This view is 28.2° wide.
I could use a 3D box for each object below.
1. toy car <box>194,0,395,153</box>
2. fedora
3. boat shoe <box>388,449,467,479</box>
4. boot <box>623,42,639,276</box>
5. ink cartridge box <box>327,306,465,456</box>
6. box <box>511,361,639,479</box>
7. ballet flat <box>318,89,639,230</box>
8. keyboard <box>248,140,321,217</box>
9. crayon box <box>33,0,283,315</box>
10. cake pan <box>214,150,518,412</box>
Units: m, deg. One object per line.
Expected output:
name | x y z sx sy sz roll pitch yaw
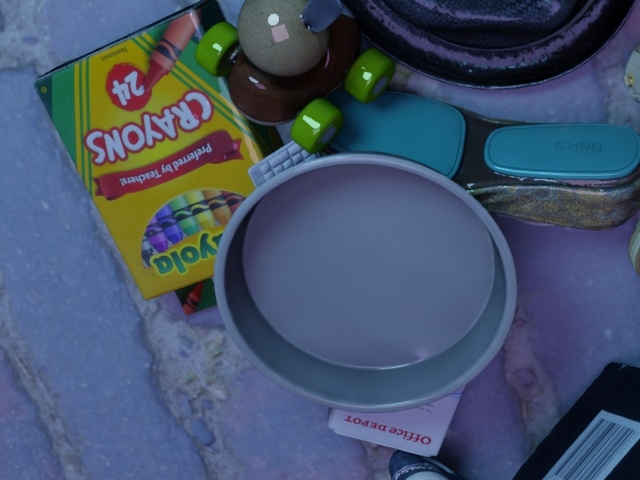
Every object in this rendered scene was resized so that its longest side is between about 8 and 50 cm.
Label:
toy car | -0.022 -0.200 1.172 0.155 0.149 0.188 39 159 14
fedora | 0.135 -0.275 1.169 0.334 0.152 0.334 5 112 13
boat shoe | 0.166 0.321 1.428 0.254 0.079 0.095 37 105 -25
boot | 0.329 -0.095 1.139 0.095 0.203 0.262 29 97 -25
ink cartridge box | 0.091 0.130 1.370 0.128 0.072 0.175 16 115 -6
box | 0.407 0.327 1.224 0.395 0.293 0.212 42 85 -5
ballet flat | 0.153 -0.070 1.276 0.349 0.123 0.123 8 112 13
keyboard | 0.000 0.000 1.313 0.072 0.014 0.256 -29 131 -5
crayon box | -0.139 -0.071 1.358 0.202 0.081 0.318 -21 105 20
cake pan | 0.044 0.037 1.246 0.293 0.054 0.293 3 120 6
